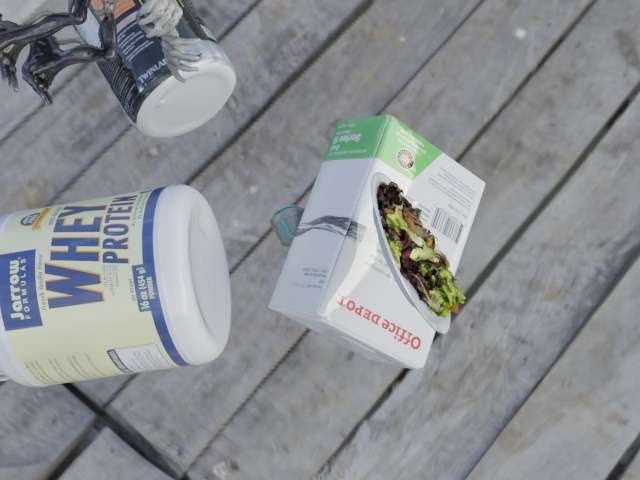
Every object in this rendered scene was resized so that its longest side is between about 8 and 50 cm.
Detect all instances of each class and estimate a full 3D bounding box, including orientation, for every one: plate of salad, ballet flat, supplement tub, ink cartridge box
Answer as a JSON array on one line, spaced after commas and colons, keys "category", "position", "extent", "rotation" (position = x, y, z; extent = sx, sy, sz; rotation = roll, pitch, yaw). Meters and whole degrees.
[{"category": "plate of salad", "position": [0.113, 0.010, 1.105], "extent": [0.048, 0.200, 0.199], "rotation": [-23, 63, 19]}, {"category": "ballet flat", "position": [0.000, 0.000, 1.427], "extent": [0.072, 0.213, 0.068], "rotation": [-33, 67, 22]}, {"category": "supplement tub", "position": [-0.293, -0.343, 1.616], "extent": [0.194, 0.193, 0.316], "rotation": [-28, 70, -12]}, {"category": "ink cartridge box", "position": [0.080, 0.005, 1.335], "extent": [0.122, 0.211, 0.289], "rotation": [3, 67, 52]}, {"category": "supplement tub", "position": [-0.298, 0.064, 1.262], "extent": [0.325, 0.235, 0.235], "rotation": [-9, 64, 8]}]

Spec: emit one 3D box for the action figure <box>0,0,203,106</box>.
[{"category": "action figure", "position": [-0.160, -0.219, 0.890], "extent": [0.276, 0.164, 0.141], "rotation": [-33, 73, 3]}]
